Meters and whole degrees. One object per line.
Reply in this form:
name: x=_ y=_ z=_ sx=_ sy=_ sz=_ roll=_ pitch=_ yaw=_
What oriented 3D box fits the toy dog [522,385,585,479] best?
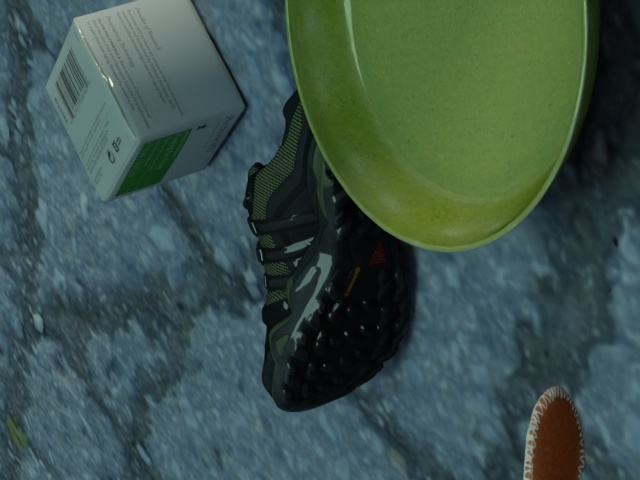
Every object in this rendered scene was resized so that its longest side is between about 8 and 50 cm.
toy dog: x=0.167 y=0.136 z=0.643 sx=0.220 sy=0.334 sz=0.161 roll=33 pitch=123 yaw=12

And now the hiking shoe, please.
hiking shoe: x=0.000 y=0.000 z=1.049 sx=0.114 sy=0.086 sz=0.227 roll=53 pitch=140 yaw=43

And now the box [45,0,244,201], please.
box: x=-0.122 y=-0.099 z=1.172 sx=0.102 sy=0.087 sz=0.101 roll=61 pitch=151 yaw=13

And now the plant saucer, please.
plant saucer: x=0.063 y=-0.115 z=0.861 sx=0.241 sy=0.037 sz=0.241 roll=22 pitch=117 yaw=52
